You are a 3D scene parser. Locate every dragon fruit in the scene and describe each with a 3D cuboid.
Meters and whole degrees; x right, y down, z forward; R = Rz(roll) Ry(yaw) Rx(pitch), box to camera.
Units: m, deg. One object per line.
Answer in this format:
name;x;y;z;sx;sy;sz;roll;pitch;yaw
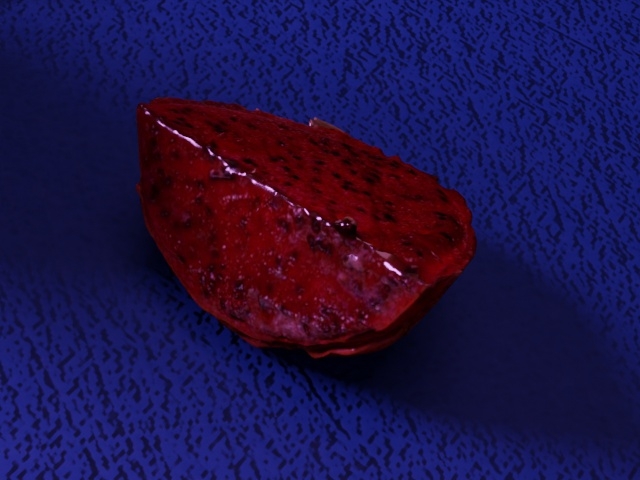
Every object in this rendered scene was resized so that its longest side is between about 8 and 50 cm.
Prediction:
dragon fruit;0.000;0.000;0.642;0.162;0.083;0.106;27;26;27
